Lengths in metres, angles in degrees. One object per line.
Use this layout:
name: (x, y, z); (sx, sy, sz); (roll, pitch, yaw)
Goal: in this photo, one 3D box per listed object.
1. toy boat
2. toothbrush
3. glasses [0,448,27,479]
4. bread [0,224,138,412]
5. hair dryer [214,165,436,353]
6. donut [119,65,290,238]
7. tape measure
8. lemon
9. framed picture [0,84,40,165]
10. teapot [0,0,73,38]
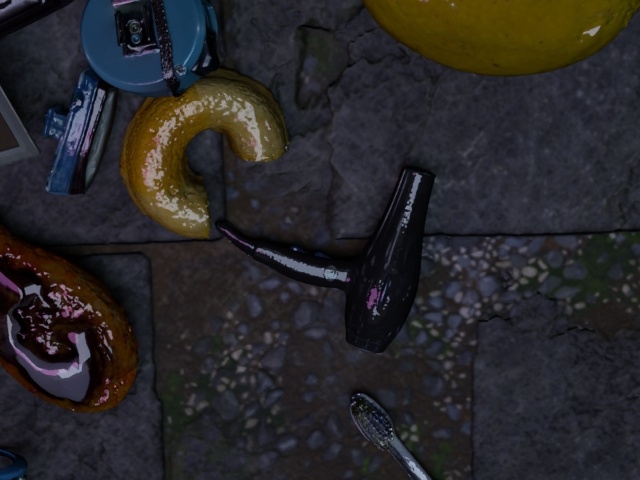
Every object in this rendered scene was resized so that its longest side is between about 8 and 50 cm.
toy boat: (-0.244, -0.107, 1.681); (0.061, 0.060, 0.137); (22, 112, 16)
toothbrush: (0.156, 0.319, 1.873); (0.035, 0.042, 0.413); (-35, 111, 10)
glasses: (-0.429, 0.289, 1.824); (0.239, 0.102, 0.207); (-1, 139, -4)
bread: (-0.298, 0.068, 1.733); (0.269, 0.095, 0.139); (38, 103, -1)
hair dryer: (0.000, 0.000, 1.737); (0.219, 0.075, 0.195); (15, 100, -1)
donut: (-0.122, -0.089, 1.683); (0.181, 0.078, 0.146); (-44, 108, 10)
tape measure: (-0.164, -0.203, 1.624); (0.125, 0.081, 0.146); (-11, 85, 11)
lemon: (0.170, -0.274, 1.528); (0.310, 0.258, 0.258); (8, 111, 1)
framed picture: (-0.424, -0.178, 1.609); (0.232, 0.019, 0.296); (-12, 121, 25)
teapot: (-0.298, -0.237, 1.605); (0.177, 0.096, 0.087); (-25, 110, 6)
